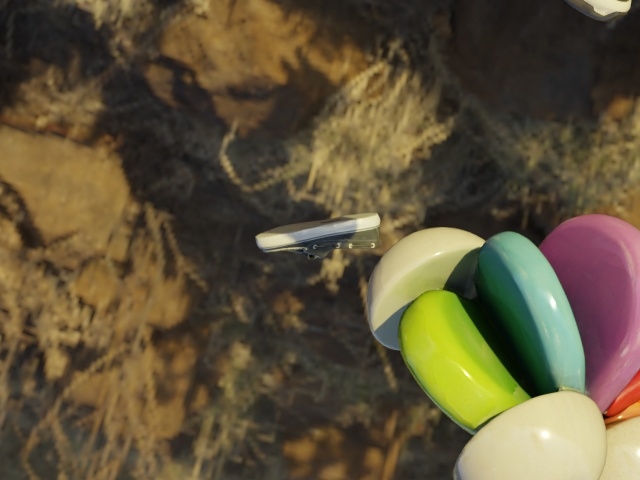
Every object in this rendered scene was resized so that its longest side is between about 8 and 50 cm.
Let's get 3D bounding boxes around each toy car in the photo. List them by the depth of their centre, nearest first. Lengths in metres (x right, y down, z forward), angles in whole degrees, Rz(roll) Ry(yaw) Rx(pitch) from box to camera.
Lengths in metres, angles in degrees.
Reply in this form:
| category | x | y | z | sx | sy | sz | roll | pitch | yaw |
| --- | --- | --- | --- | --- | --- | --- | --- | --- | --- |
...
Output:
| category | x | y | z | sx | sy | sz | roll | pitch | yaw |
| --- | --- | --- | --- | --- | --- | --- | --- | --- | --- |
| toy car | 0.123 | 0.050 | 0.723 | 0.182 | 0.159 | 0.136 | 16 | 125 | -41 |

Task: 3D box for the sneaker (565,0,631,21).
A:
| category | x | y | z | sx | sy | sz | roll | pitch | yaw |
| --- | --- | --- | --- | --- | --- | --- | --- | --- | --- |
| sneaker | 0.170 | -0.262 | 1.051 | 0.097 | 0.084 | 0.234 | -35 | 111 | 19 |

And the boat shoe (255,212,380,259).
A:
| category | x | y | z | sx | sy | sz | roll | pitch | yaw |
| --- | --- | --- | --- | --- | --- | --- | --- | --- | --- |
| boat shoe | 0.000 | 0.000 | 1.614 | 0.142 | 0.040 | 0.049 | -10 | -169 | -14 |
